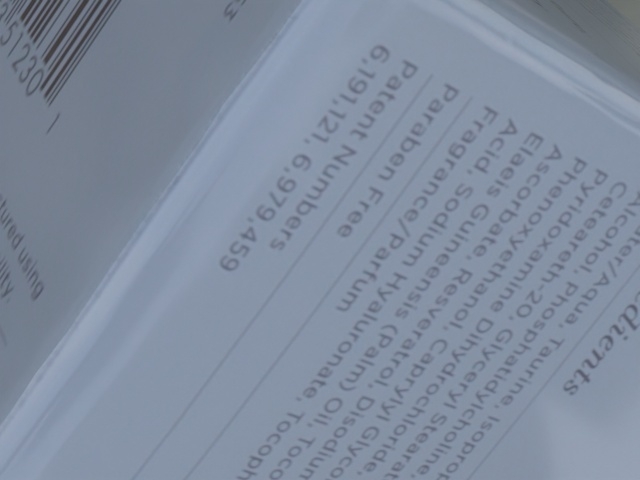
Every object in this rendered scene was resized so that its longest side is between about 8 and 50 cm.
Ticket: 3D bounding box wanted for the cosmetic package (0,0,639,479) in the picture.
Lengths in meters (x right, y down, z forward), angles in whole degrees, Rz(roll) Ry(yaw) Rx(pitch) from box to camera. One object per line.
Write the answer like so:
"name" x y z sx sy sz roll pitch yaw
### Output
"cosmetic package" 0.000 0.000 0.770 0.394 0.329 0.327 25 109 -37
